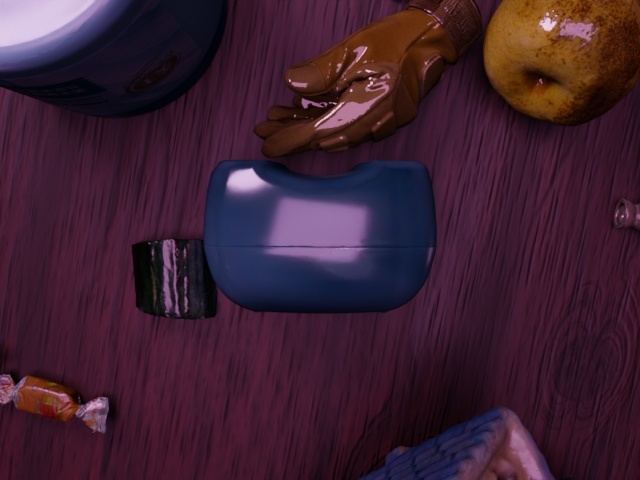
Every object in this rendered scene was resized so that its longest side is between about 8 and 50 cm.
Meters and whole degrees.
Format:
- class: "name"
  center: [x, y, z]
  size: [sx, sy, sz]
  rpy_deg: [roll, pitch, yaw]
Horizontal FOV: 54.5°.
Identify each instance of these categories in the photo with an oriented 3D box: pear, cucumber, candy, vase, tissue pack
- class: "pear"
  center: [0.311, -0.252, 0.779]
  size: [0.197, 0.197, 0.197]
  rpy_deg: [0, 95, 1]
- class: "cucumber"
  center: [-0.209, 0.055, 0.873]
  size: [0.116, 0.062, 0.115]
  rpy_deg: [-2, 91, -1]
- class: "candy"
  center: [-0.385, 0.230, 0.897]
  size: [0.182, 0.046, 0.053]
  rpy_deg: [16, 98, 4]
- class: "vase"
  center: [0.465, -0.030, 0.862]
  size: [0.100, 0.053, 0.053]
  rpy_deg: [8, 95, 4]
- class: "tissue pack"
  center: [0.000, 0.000, 0.795]
  size: [0.287, 0.198, 0.206]
  rpy_deg: [-1, 93, -2]

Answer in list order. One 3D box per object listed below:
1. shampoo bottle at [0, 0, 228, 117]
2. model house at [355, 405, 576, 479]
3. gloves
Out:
- class: "shampoo bottle"
  center: [-0.292, -0.323, 0.700]
  size: [0.331, 0.343, 0.331]
  rpy_deg: [0, 94, 0]
- class: "model house"
  center: [0.217, 0.417, 0.727]
  size: [0.445, 0.400, 0.395]
  rpy_deg: [23, 132, -18]
- class: "gloves"
  center: [0.064, -0.201, 0.804]
  size: [0.331, 0.154, 0.141]
  rpy_deg: [-40, 92, -4]
